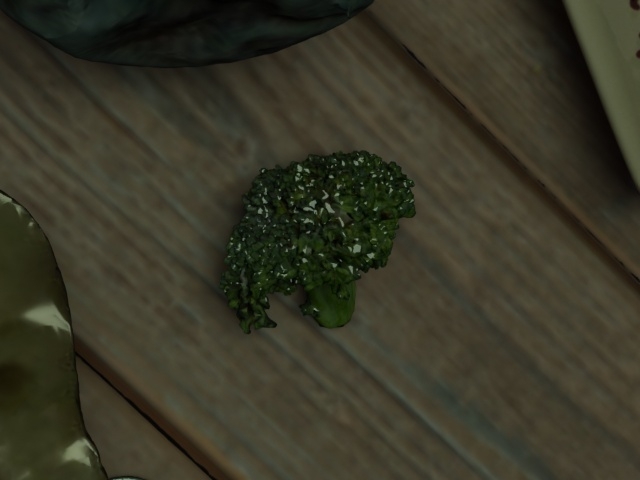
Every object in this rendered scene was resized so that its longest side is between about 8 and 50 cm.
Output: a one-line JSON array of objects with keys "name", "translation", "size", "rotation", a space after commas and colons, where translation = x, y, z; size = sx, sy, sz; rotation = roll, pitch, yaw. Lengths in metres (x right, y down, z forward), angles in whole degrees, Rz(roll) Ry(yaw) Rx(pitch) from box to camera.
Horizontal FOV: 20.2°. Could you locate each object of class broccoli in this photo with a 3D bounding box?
[{"name": "broccoli", "translation": [0.000, 0.000, 0.897], "size": [0.095, 0.097, 0.092], "rotation": [-2, 132, 6]}]

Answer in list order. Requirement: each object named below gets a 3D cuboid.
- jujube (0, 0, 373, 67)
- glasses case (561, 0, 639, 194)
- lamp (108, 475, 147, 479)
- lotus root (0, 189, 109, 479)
[{"name": "jujube", "translation": [-0.079, -0.239, 0.797], "size": [0.246, 0.215, 0.308], "rotation": [12, 69, -50]}, {"name": "glasses case", "translation": [0.172, -0.192, 0.911], "size": [0.144, 0.076, 0.336], "rotation": [-22, 93, 15]}, {"name": "lamp", "translation": [-0.156, 0.169, 0.852], "size": [0.198, 0.056, 0.050], "rotation": [-24, 91, -18]}, {"name": "lotus root", "translation": [-0.250, 0.121, 0.763], "size": [0.390, 0.111, 0.375], "rotation": [38, 66, 4]}]
